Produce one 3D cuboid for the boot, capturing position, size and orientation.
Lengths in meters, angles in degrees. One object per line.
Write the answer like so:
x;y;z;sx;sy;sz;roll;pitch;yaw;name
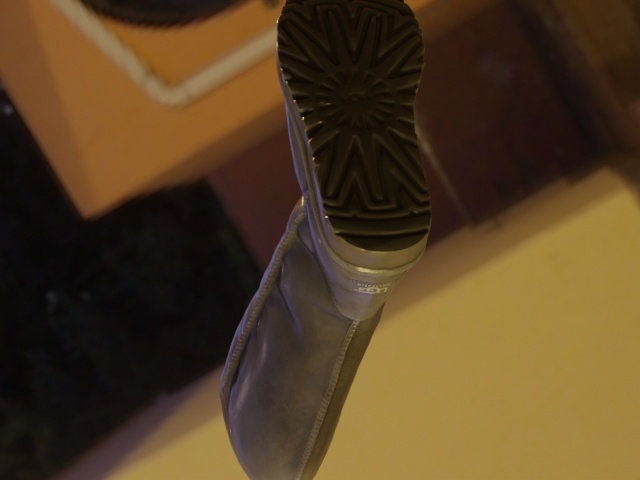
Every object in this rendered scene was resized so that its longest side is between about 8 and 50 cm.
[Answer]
-0.002;-0.001;0.950;0.208;0.076;0.190;104;169;-55;boot
